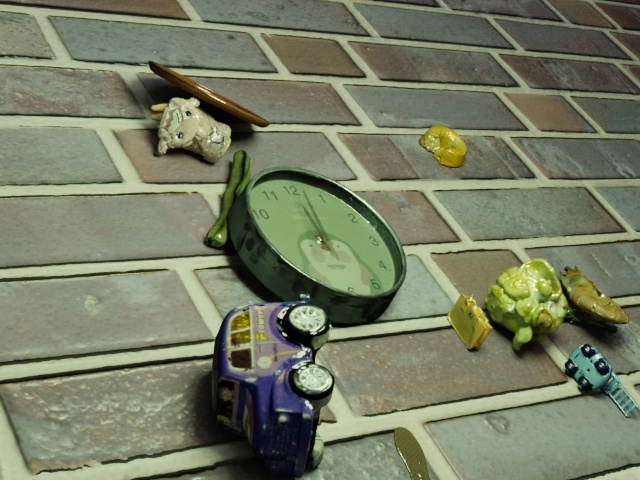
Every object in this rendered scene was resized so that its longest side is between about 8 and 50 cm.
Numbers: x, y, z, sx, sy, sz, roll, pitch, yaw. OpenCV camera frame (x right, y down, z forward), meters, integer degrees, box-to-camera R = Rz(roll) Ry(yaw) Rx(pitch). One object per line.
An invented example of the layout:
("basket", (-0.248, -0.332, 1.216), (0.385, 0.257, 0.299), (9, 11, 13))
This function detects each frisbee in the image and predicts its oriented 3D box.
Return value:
("frisbee", (-0.208, -0.270, 2.028), (0.251, 0.021, 0.251), (28, 5, -3))

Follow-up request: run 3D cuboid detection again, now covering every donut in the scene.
("donut", (0.269, -0.204, 2.336), (0.108, 0.043, 0.097), (46, 39, 19))

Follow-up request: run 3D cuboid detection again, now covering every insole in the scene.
("insole", (0.137, 0.324, 1.586), (0.045, 0.002, 0.135), (9, 38, -24))

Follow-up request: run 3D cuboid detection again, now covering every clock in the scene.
("clock", (-0.001, 0.001, 1.837), (0.319, 0.066, 0.319), (23, 34, -16))

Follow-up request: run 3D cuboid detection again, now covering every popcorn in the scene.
("popcorn", (0.360, 0.112, 1.920), (0.135, 0.162, 0.141), (4, -3, 29))

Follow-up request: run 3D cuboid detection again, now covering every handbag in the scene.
("handbag", (0.255, 0.138, 1.857), (0.027, 0.061, 0.083), (3, 39, -34))

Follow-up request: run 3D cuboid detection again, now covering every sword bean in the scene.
("sword bean", (-0.153, -0.072, 1.883), (0.043, 0.038, 0.269), (26, 35, -11))

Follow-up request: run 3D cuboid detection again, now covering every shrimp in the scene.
("shrimp", (0.510, 0.106, 2.056), (0.115, 0.051, 0.217), (29, 13, -19))

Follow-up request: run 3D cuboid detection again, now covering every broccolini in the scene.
("broccolini", (0.495, 0.144, 2.034), (0.140, 0.035, 0.030), (17, 39, -16))

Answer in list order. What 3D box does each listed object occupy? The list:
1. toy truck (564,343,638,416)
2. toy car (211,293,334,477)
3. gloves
("toy truck", (0.485, 0.241, 1.883), (0.074, 0.063, 0.136), (17, 33, -50))
("toy car", (-0.069, 0.200, 1.487), (0.158, 0.172, 0.235), (2, 41, -7))
("gloves", (-0.228, -0.199, 1.946), (0.144, 0.110, 0.094), (7, -4, -23))
